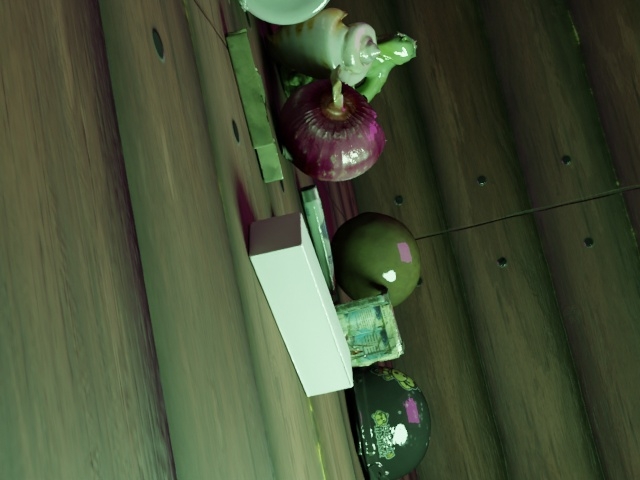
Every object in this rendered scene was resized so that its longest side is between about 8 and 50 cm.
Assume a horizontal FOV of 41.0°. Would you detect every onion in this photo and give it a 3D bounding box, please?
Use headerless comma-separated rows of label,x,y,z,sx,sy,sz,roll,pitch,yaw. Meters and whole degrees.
onion,0.011,-0.207,1.672,0.207,0.200,0.200,52,11,-8

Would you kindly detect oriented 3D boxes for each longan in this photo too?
longan,0.127,0.049,2.019,0.248,0.248,0.248,-13,90,-83

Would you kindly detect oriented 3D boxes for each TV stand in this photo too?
TV stand,-0.104,-0.215,1.373,0.042,0.036,0.249,-57,134,-82

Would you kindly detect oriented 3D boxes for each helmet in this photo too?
helmet,0.156,0.394,1.819,0.230,0.160,0.279,-6,81,-85

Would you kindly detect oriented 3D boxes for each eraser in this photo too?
eraser,-0.024,0.100,1.251,0.078,0.076,0.298,-94,168,-50

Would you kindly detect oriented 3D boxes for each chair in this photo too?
chair,0.094,0.188,1.785,0.270,0.136,0.147,-3,79,-85

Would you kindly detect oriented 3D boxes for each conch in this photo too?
conch,0.002,-0.375,1.741,0.158,0.255,0.127,47,45,-49

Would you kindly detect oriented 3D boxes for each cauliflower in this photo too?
cauliflower,0.042,-0.390,1.957,0.260,0.281,0.327,-156,-124,-63

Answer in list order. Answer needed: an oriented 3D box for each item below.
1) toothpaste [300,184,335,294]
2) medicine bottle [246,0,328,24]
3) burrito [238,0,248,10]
toothpaste,0.000,0.000,1.812,0.062,0.039,0.239,-105,-179,-73
medicine bottle,-0.059,-0.528,1.642,0.316,0.202,0.202,-84,159,-71
burrito,-0.163,-0.578,1.311,0.139,0.101,0.445,-156,-128,-81
